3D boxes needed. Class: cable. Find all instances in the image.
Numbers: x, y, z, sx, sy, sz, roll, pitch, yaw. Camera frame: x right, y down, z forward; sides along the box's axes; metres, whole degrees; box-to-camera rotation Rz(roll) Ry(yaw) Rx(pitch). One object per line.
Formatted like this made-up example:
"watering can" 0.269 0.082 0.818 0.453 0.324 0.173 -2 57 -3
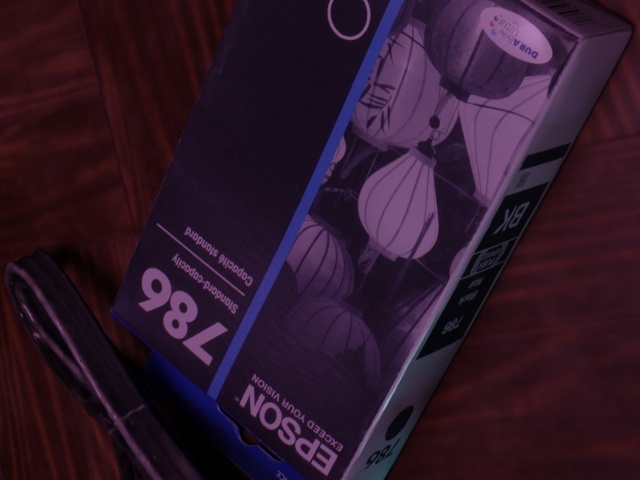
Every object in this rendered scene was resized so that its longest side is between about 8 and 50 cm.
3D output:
"cable" -0.105 0.127 0.760 0.287 0.072 0.139 54 160 7

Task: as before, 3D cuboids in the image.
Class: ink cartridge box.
"ink cartridge box" 0.000 0.000 0.680 0.165 0.065 0.333 37 120 22
